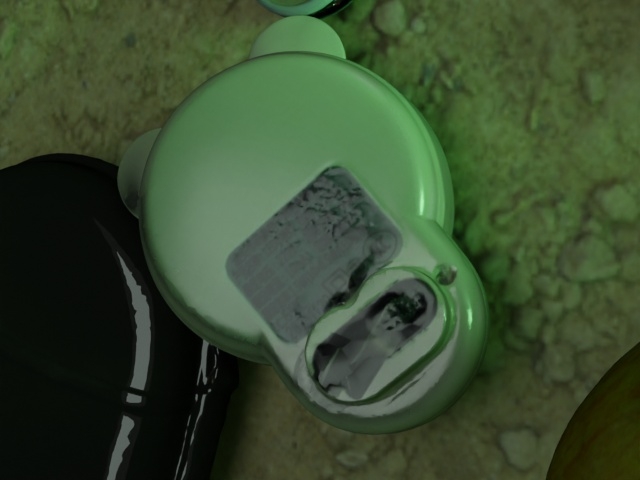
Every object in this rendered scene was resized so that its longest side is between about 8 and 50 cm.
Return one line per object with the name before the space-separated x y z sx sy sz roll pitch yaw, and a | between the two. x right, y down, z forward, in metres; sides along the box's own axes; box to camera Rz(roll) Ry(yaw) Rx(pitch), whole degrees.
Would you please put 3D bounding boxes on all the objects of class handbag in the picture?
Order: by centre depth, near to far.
handbag | -0.173 0.099 1.083 0.253 0.093 0.308 21 99 33

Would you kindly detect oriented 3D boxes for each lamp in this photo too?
lamp | 0.002 0.001 0.964 0.179 0.108 0.246 -41 69 11

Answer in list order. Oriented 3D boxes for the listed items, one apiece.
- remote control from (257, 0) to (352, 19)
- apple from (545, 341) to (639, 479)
remote control | -0.033 -0.244 1.034 0.087 0.047 0.244 -28 73 26
apple | 0.216 0.142 0.737 0.264 0.264 0.264 -1 87 33
